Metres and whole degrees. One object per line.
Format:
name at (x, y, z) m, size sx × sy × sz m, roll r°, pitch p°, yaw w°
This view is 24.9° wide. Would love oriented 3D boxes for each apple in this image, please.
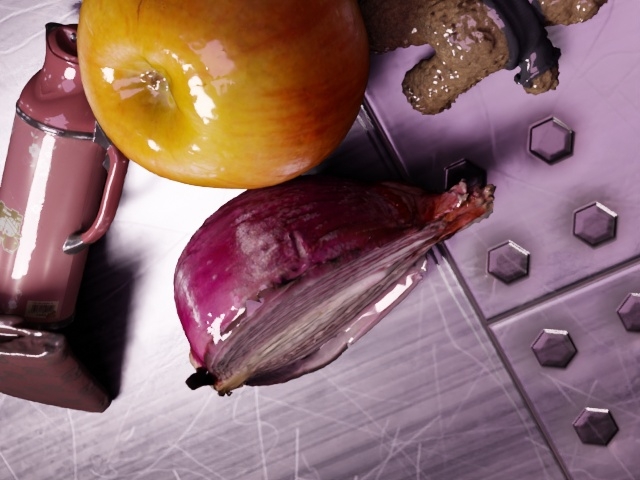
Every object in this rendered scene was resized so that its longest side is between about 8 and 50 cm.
apple at (-0.095, -0.182, 1.375) m, size 0.286 × 0.233 × 0.286 m, roll 18°, pitch 129°, yaw 24°

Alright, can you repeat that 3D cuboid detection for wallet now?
wallet at (-0.335, 0.134, 1.592) m, size 0.182 × 0.229 × 0.049 m, roll 7°, pitch 69°, yaw 11°

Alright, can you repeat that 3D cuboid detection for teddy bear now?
teddy bear at (0.155, -0.208, 1.379) m, size 0.251 × 0.129 × 0.182 m, roll -30°, pitch 102°, yaw 22°

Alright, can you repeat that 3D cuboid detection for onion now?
onion at (0.000, 0.000, 1.448) m, size 0.349 × 0.267 × 0.159 m, roll -36°, pitch 72°, yaw 8°

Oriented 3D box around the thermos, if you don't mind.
thermos at (-0.278, -0.066, 1.534) m, size 0.109 × 0.136 × 0.330 m, roll 6°, pitch 114°, yaw -24°
